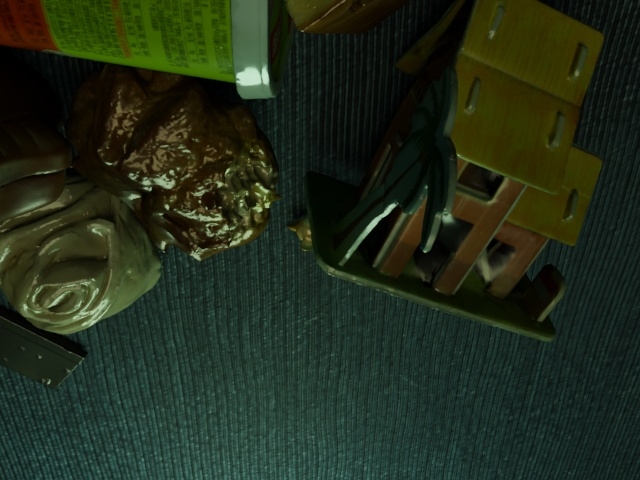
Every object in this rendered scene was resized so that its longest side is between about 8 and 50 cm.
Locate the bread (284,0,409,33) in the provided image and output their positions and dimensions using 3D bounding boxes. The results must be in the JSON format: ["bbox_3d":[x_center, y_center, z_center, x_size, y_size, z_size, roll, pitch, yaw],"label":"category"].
[{"bbox_3d":[0.036,-0.230,0.712,0.088,0.226,0.049,-31,95,20],"label":"bread"}]

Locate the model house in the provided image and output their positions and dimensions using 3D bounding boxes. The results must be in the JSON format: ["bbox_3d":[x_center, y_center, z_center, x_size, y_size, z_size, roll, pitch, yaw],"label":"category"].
[{"bbox_3d":[0.186,-0.062,0.774,0.300,0.340,0.323,18,120,-17],"label":"model house"}]

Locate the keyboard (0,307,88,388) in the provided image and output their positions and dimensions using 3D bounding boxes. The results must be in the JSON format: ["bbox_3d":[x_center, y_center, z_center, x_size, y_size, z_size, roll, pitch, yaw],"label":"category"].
[{"bbox_3d":[-0.478,0.112,1.059,0.310,0.018,0.101,33,120,-24],"label":"keyboard"}]

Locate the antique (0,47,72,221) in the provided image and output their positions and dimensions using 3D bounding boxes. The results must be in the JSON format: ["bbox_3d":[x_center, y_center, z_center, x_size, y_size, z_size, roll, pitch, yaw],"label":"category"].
[{"bbox_3d":[-0.373,-0.112,0.759,0.278,0.223,0.129,34,125,17],"label":"antique"}]

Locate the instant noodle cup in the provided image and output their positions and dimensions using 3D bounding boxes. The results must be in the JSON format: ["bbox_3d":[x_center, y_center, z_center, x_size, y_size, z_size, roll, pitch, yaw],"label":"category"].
[{"bbox_3d":[-0.178,-0.276,0.654,0.308,0.294,0.294,5,126,2],"label":"instant noodle cup"}]

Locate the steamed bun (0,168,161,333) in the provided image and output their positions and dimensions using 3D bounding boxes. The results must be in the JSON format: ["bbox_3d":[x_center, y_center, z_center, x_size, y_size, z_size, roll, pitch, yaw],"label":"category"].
[{"bbox_3d":[-0.318,0.026,0.925,0.211,0.144,0.218,-10,126,5],"label":"steamed bun"}]

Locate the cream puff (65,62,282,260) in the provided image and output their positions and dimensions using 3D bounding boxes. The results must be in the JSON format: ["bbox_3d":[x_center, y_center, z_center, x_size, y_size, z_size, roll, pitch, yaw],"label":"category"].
[{"bbox_3d":[-0.149,-0.085,0.823,0.155,0.241,0.269,-51,125,-19],"label":"cream puff"}]

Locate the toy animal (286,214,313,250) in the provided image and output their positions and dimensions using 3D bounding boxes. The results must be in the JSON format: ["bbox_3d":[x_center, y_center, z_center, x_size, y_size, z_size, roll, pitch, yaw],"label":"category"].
[{"bbox_3d":[0.000,0.000,0.981,0.083,0.060,0.081,2,126,-15],"label":"toy animal"}]
